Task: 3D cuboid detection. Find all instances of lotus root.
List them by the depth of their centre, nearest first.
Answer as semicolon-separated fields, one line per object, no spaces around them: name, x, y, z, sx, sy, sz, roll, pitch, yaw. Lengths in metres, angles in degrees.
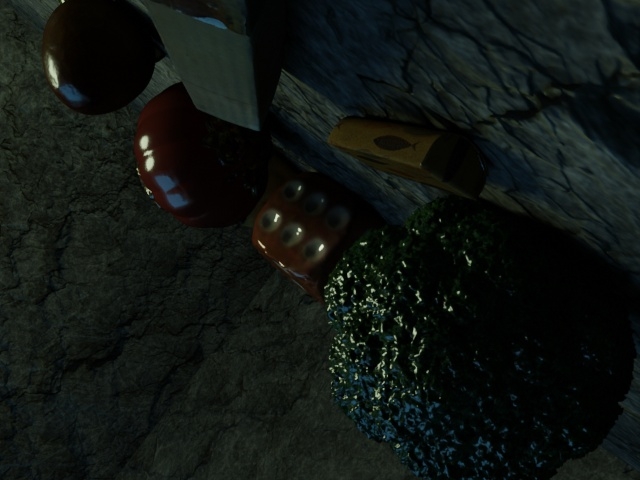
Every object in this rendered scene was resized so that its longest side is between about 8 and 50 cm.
lotus root;-0.124;-0.096;1.283;0.257;0.154;0.140;32;158;-29

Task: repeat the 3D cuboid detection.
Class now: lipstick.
lipstick;-0.074;-0.167;0.549;0.080;0.076;0.371;19;176;-3

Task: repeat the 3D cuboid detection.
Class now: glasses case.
glasses case;0.074;-0.080;0.614;0.064;0.041;0.170;27;-179;-28

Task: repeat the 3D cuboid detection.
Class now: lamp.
lamp;-0.168;-0.130;1.038;0.227;0.227;0.227;37;176;3

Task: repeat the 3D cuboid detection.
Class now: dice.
dice;0.000;0.000;1.180;0.175;0.174;0.179;37;177;27

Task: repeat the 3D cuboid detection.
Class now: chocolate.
chocolate;-0.331;-0.268;1.026;0.177;0.177;0.177;37;176;3

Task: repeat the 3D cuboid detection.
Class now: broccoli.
broccoli;0.158;0.098;0.684;0.297;0.297;0.297;36;-154;23

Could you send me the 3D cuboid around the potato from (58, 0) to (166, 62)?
potato;-0.349;-0.348;1.132;0.198;0.054;0.119;38;172;-21
